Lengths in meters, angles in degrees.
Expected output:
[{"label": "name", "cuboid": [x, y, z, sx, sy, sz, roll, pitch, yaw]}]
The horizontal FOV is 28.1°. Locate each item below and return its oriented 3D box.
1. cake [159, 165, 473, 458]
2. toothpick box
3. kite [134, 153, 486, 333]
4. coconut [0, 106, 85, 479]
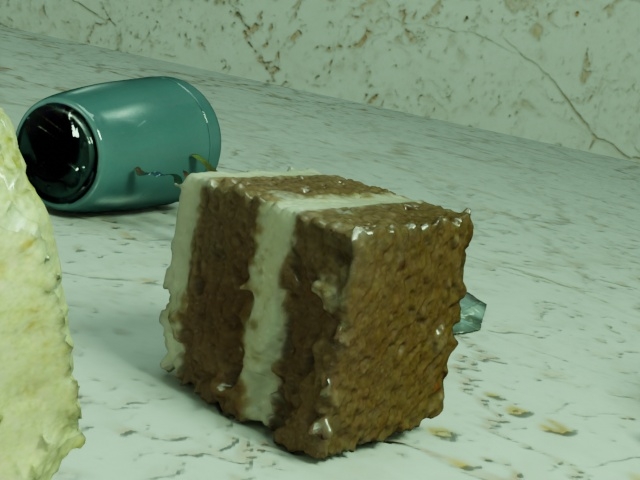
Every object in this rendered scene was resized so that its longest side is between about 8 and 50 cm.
[{"label": "cake", "cuboid": [-0.007, 0.031, 0.724, 0.147, 0.135, 0.134, 21, 17, 33]}, {"label": "toothpick box", "cuboid": [-0.182, -0.085, 1.139, 0.120, 0.120, 0.184, 18, 15, 24]}, {"label": "kite", "cuboid": [-0.001, 0.002, 1.067, 0.310, 0.015, 0.169, 31, 18, 23]}, {"label": "coconut", "cuboid": [-0.212, 0.002, 0.439, 0.233, 0.233, 0.245, 3, 18, -40]}]
